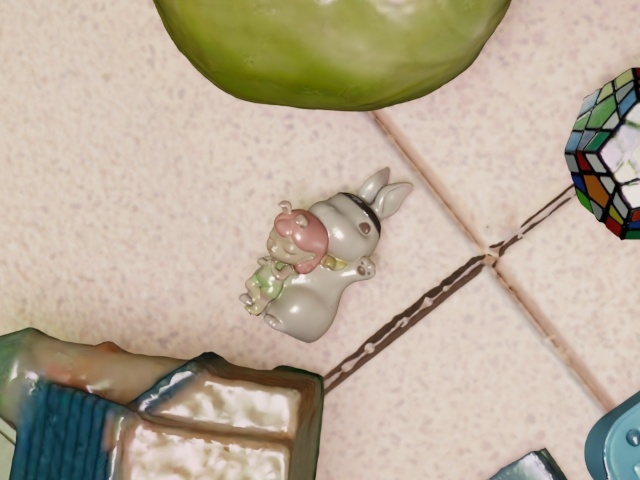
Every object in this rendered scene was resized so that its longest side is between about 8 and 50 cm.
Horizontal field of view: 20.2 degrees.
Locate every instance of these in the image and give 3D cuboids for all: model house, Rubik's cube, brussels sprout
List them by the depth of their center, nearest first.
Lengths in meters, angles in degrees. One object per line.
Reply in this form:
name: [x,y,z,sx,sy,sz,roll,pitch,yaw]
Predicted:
brussels sprout: [0.003,-0.248,1.292,0.328,0.247,0.328,0,91,-6]
Rubik's cube: [0.245,-0.063,1.324,0.133,0.133,0.112,22,125,8]
model house: [-0.157,0.225,1.339,0.280,0.245,0.312,8,94,6]

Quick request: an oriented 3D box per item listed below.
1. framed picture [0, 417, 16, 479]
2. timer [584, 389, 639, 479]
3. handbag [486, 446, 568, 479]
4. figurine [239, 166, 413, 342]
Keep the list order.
framed picture: [-0.326,0.277,1.465,0.211,0.020,0.289,40,87,5]
timer: [0.356,0.173,1.356,0.250,0.091,0.232,-35,87,-2]
handbag: [0.120,0.275,1.402,0.221,0.057,0.144,-35,84,11]
figurine: [0.006,0.006,1.378,0.081,0.098,0.146,36,101,18]
